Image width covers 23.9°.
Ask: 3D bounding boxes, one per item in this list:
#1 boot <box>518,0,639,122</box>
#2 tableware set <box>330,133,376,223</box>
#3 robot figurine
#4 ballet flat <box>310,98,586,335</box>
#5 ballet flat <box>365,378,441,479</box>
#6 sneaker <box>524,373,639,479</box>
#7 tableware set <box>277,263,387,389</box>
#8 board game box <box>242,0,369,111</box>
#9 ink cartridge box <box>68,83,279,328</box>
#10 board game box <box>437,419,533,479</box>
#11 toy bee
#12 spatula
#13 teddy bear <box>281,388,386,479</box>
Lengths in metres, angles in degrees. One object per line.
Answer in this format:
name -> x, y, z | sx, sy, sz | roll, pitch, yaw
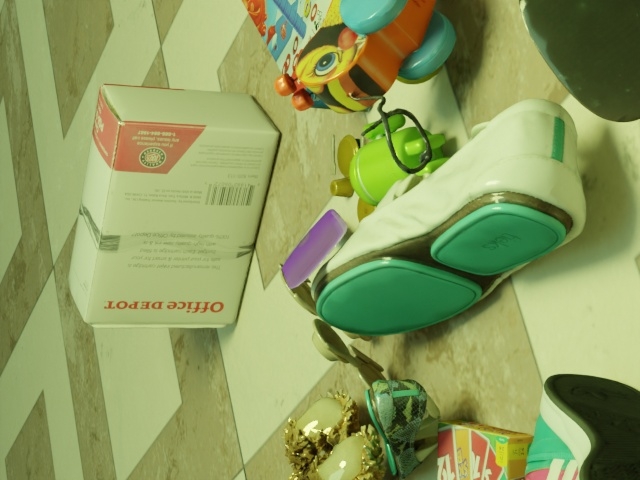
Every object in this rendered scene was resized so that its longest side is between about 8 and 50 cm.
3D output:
boot -> 0.203, -0.221, 1.223 | 0.305, 0.112, 0.115 | 67, -172, 21
tableware set -> 0.052, -0.060, 1.594 | 0.154, 0.024, 0.104 | 12, 104, 63
robot figurine -> 0.075, -0.071, 1.474 | 0.115, 0.067, 0.101 | -20, 93, 47
ballet flat -> 0.117, -0.017, 1.354 | 0.400, 0.139, 0.139 | 144, 123, -61
ballet flat -> 0.087, 0.182, 1.450 | 0.188, 0.070, 0.070 | 71, -172, -66
sneaker -> 0.205, 0.229, 1.097 | 0.295, 0.124, 0.178 | -95, 11, -74
tableware set -> 0.021, 0.094, 1.538 | 0.020, 0.141, 0.169 | -41, 45, 15
board game box -> 0.009, -0.349, 1.615 | 0.302, 0.086, 0.308 | -118, 38, -45
ink cartridge box -> -0.190, -0.040, 1.883 | 0.117, 0.207, 0.283 | -125, 43, -52
board game box -> 0.148, 0.299, 1.370 | 0.124, 0.039, 0.259 | 180, 88, -65
toy bee -> 0.029, -0.191, 1.401 | 0.162, 0.298, 0.195 | -14, 120, 36
spatula -> 0.000, 0.000, 1.552 | 0.084, 0.030, 0.296 | -50, 0, 6
teddy bear -> 0.003, 0.326, 1.599 | 0.245, 0.113, 0.338 | 14, 96, 64
